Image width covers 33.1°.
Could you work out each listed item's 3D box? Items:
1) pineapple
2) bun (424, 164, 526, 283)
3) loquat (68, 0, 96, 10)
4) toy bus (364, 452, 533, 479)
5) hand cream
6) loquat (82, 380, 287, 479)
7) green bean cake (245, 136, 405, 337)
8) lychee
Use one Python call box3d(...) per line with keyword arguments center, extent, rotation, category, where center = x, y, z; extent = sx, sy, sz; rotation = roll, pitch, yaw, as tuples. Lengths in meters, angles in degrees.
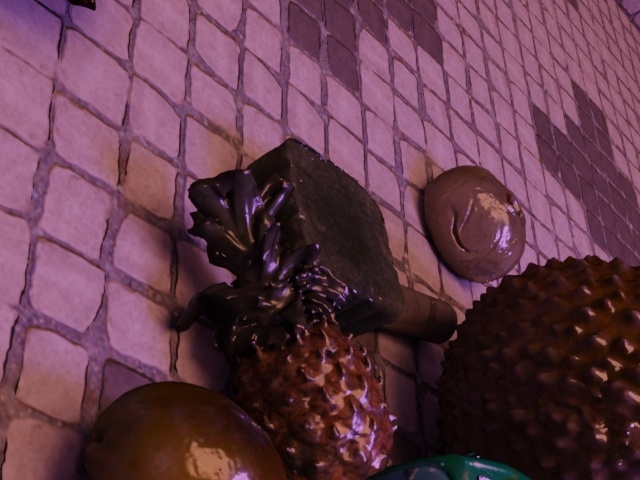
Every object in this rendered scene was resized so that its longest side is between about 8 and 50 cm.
box3d(center=(-0.043, 0.084, 1.013), extent=(0.170, 0.141, 0.310), rotation=(-19, 85, -16), category="pineapple")
box3d(center=(0.234, -0.030, 1.558), extent=(0.173, 0.113, 0.167), rotation=(52, 32, -14), category="bun")
box3d(center=(-0.207, -0.326, 1.001), extent=(0.244, 0.243, 0.244), rotation=(37, 40, -38), category="loquat")
box3d(center=(0.110, 0.368, 0.977), extent=(0.199, 0.183, 0.344), rotation=(37, 43, -40), category="toy bus")
box3d(center=(0.103, 0.086, 1.338), extent=(0.186, 0.054, 0.087), rotation=(21, 47, -41), category="hand cream")
box3d(center=(-0.099, 0.193, 0.845), extent=(0.195, 0.152, 0.152), rotation=(32, 42, -33), category="loquat")
box3d(center=(0.000, 0.000, 1.194), extent=(0.183, 0.094, 0.185), rotation=(28, 45, -44), category="green bean cake")
box3d(center=(0.330, 0.198, 1.245), extent=(0.380, 0.432, 0.381), rotation=(1, 87, -18), category="lychee")
